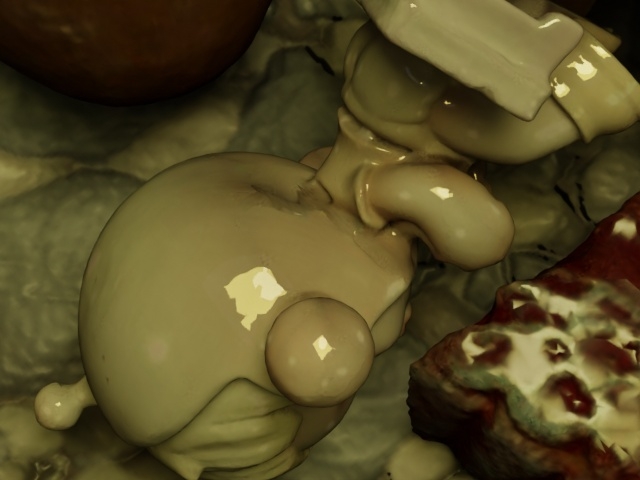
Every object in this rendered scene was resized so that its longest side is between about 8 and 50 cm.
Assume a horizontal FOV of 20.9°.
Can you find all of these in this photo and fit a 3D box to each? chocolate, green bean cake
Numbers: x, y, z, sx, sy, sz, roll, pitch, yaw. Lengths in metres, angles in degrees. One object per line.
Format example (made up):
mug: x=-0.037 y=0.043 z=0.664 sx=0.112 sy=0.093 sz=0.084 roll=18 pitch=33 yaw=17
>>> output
chocolate: x=-0.088 y=-0.137 z=0.717 sx=0.176 sy=0.177 sz=0.177 roll=2 pitch=71 yaw=-5
green bean cake: x=0.176 y=0.034 z=0.708 sx=0.198 sy=0.097 sz=0.233 roll=37 pitch=72 yaw=7

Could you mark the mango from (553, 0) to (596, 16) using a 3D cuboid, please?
mango: x=0.037 y=-0.254 z=0.754 sx=0.201 sy=0.199 sz=0.350 roll=-22 pitch=86 yaw=19

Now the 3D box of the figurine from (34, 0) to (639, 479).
figurine: x=-0.006 y=-0.002 z=0.652 sx=0.257 sy=0.144 sz=0.182 roll=-53 pitch=38 yaw=12
